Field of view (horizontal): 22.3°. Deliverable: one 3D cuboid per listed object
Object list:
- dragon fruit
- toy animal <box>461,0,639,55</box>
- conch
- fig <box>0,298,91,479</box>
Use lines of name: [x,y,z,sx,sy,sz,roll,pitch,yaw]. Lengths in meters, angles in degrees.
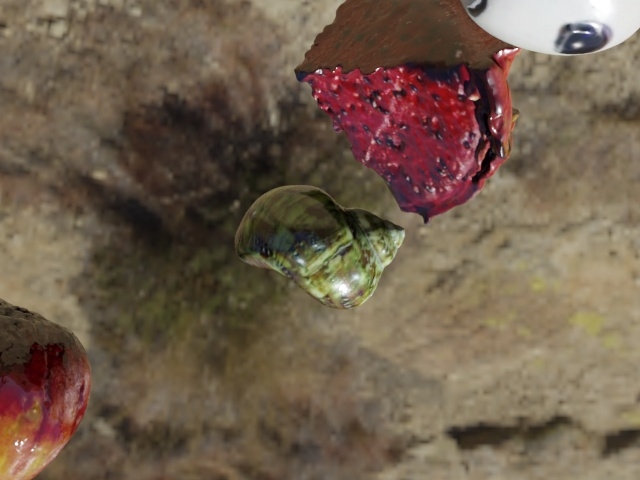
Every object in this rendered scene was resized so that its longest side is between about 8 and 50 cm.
dragon fruit: [0.186,-0.195,2.044,0.329,0.228,0.286,-1,131,51]
toy animal: [0.184,-0.278,1.221,0.212,0.212,0.267,20,106,-22]
conch: [0.002,-0.002,1.999,0.181,0.187,0.124,13,122,-23]
fig: [-0.416,0.195,2.132,0.224,0.263,0.224,-12,164,-4]
